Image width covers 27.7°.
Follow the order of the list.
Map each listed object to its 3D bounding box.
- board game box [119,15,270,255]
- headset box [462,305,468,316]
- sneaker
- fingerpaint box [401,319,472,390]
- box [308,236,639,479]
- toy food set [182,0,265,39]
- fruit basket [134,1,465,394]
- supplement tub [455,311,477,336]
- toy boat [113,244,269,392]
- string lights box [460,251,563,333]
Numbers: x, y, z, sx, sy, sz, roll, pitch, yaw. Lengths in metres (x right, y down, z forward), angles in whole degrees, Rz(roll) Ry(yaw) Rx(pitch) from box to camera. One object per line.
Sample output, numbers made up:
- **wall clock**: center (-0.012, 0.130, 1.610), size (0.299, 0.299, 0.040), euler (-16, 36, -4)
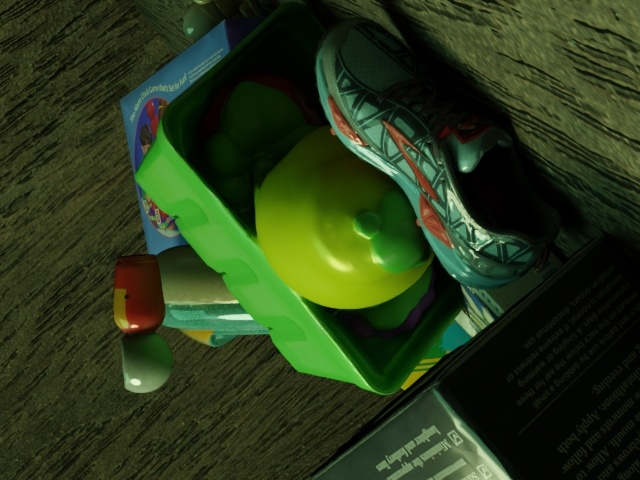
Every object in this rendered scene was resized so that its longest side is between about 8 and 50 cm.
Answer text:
- **board game box**: center (-0.137, -0.115, 1.637), size (0.347, 0.078, 0.233), euler (-19, 81, 59)
- **headset box**: center (0.186, 0.058, 1.522), size (0.083, 0.062, 0.032), euler (47, 174, 33)
- **sneaker**: center (0.105, -0.085, 1.053), size (0.262, 0.104, 0.125), euler (50, 154, -4)
- **fingerpaint box**: center (0.000, 0.000, 1.885), size (0.445, 0.163, 0.371), euler (47, -174, 40)
- **box**: center (0.227, 0.249, 1.051), size (0.395, 0.212, 0.293), euler (50, 150, 6)
- **toy food set**: center (-0.134, -0.277, 1.753), size (0.220, 0.092, 0.306), euler (47, 174, 40)
- **fruit basket**: center (0.021, -0.041, 1.289), size (0.392, 0.283, 0.392), euler (26, 142, 22)
- **supplement tub**: center (0.182, 0.066, 1.586), size (0.107, 0.071, 0.071), euler (48, 176, 38)
- **toy boat**: center (-0.133, 0.081, 1.509), size (0.318, 0.267, 0.148), euler (-8, -84, -59)
- **string lights box**: center (0.211, 0.075, 1.291), size (0.133, 0.077, 0.260), euler (48, 176, 20)
